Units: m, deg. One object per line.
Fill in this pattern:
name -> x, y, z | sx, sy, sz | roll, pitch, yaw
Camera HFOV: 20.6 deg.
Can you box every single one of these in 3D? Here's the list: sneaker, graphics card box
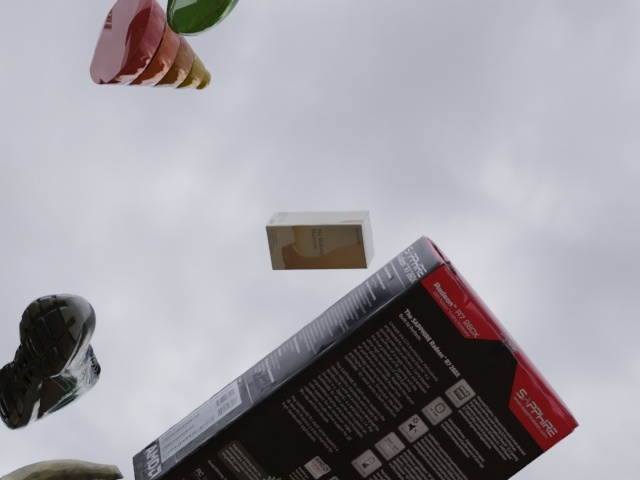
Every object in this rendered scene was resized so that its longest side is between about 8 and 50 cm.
sneaker -> -0.324, 0.141, 2.194 | 0.267, 0.106, 0.101 | -50, -122, 48
graphics card box -> 0.031, 0.197, 1.700 | 0.233, 0.371, 0.094 | 50, 5, -22

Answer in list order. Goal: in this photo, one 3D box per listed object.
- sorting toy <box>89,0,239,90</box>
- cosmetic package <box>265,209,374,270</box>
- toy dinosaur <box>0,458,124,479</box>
sorting toy -> -0.094, -0.241, 1.862 | 0.126, 0.127, 0.365 | 28, -36, -32
cosmetic package -> 0.000, 0.000, 2.005 | 0.115, 0.041, 0.060 | -2, -65, 16
toy dinosaur -> -0.295, 0.203, 1.346 | 0.118, 0.268, 0.064 | 63, -14, -18
